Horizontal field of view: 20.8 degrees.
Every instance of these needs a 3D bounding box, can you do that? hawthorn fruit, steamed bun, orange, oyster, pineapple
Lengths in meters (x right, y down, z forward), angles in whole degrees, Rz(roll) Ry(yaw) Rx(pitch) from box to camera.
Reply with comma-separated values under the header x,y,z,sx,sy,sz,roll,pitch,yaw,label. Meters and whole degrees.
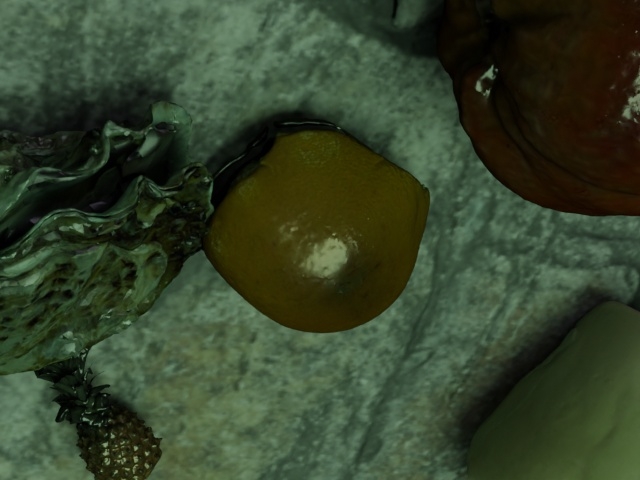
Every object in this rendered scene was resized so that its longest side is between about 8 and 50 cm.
x,y,z,sx,sy,sz,roll,pitch,yaw,label
0.206,-0.132,1.117,0.261,0.258,0.258,7,120,3,hawthorn fruit
0.223,0.157,1.370,0.225,0.170,0.200,-52,161,-9,steamed bun
0.000,0.000,1.184,0.169,0.112,0.160,-8,124,-8,orange
-0.196,0.008,1.101,0.267,0.112,0.198,-20,148,-23,oyster
-0.162,0.117,1.216,0.058,0.058,0.124,-34,116,-3,pineapple
